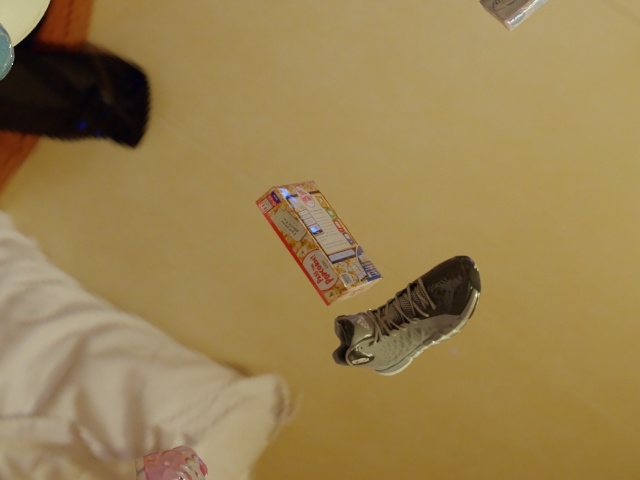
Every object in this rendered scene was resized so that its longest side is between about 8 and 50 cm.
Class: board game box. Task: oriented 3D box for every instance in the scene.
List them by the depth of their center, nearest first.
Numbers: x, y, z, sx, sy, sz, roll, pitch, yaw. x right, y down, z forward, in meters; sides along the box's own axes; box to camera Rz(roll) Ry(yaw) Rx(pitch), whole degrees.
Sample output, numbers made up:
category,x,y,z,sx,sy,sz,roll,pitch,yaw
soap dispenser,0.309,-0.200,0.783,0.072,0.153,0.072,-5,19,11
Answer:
category,x,y,z,sx,sy,sz,roll,pitch,yaw
board game box,0.256,-0.313,1.690,0.090,0.020,0.090,-39,-151,6
board game box,0.000,0.000,2.038,0.045,0.193,0.146,-39,169,23

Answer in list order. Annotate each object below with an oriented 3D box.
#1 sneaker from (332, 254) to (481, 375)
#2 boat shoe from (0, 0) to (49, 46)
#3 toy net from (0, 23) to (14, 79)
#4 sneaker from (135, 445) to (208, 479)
category,x,y,z,sx,sy,sz,roll,pitch,yaw
sneaker,0.094,0.099,1.672,0.229,0.132,0.086,-50,-129,36
boat shoe,-0.365,-0.315,1.445,0.116,0.099,0.319,-34,165,-22
toy net,-0.324,-0.081,1.127,0.122,0.045,0.232,9,-103,53
sneaker,-0.146,0.244,1.335,0.070,0.051,0.134,-16,-163,-6
